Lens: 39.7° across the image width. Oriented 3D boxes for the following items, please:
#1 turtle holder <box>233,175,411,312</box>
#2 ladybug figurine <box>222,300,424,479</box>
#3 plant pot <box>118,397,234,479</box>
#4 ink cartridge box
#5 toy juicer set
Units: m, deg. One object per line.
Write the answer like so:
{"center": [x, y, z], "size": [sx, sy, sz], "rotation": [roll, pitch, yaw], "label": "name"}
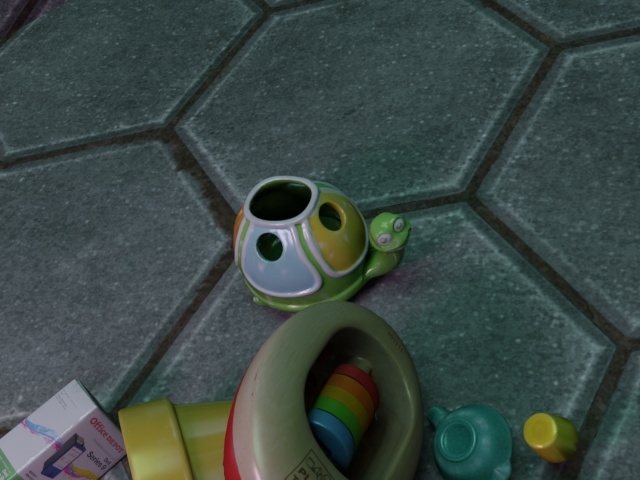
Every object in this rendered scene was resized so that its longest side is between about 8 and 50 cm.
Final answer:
{"center": [-0.017, 0.010, 1.612], "size": [0.320, 0.227, 0.243], "rotation": [30, 65, 36], "label": "turtle holder"}
{"center": [-0.002, 0.266, 1.266], "size": [0.162, 0.305, 0.449], "rotation": [-32, 6, 33], "label": "ladybug figurine"}
{"center": [-0.169, 0.352, 1.380], "size": [0.239, 0.254, 0.254], "rotation": [-15, 46, -13], "label": "plant pot"}
{"center": [-0.449, 0.363, 1.513], "size": [0.212, 0.154, 0.093], "rotation": [-41, 50, -17], "label": "ink cartridge box"}
{"center": [0.219, 0.349, 1.352], "size": [0.329, 0.089, 0.209], "rotation": [1, 68, 39], "label": "toy juicer set"}
